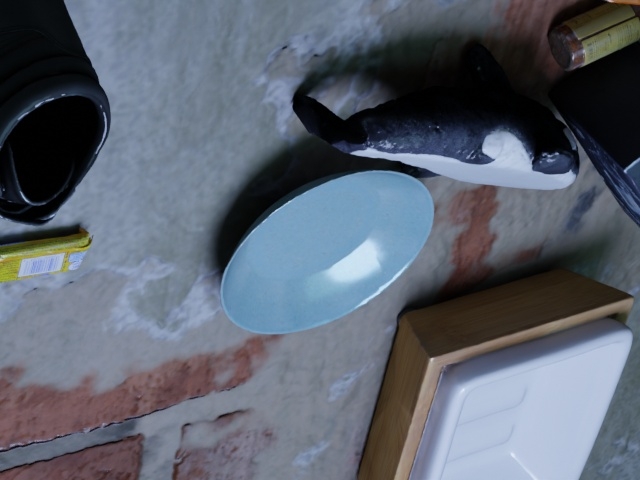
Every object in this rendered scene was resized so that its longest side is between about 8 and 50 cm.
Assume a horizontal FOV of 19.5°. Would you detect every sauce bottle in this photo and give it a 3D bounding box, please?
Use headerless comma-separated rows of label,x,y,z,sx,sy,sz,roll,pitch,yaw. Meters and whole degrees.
sauce bottle,0.251,-0.181,1.543,0.128,0.042,0.042,-23,142,-16

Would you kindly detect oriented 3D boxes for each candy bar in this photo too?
candy bar,-0.240,0.017,1.370,0.161,0.018,0.040,-10,140,-34

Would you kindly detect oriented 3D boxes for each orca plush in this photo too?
orca plush,0.105,-0.106,1.498,0.287,0.102,0.151,5,173,-31

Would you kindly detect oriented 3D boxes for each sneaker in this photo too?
sneaker,-0.249,-0.039,1.191,0.296,0.147,0.104,-48,145,17

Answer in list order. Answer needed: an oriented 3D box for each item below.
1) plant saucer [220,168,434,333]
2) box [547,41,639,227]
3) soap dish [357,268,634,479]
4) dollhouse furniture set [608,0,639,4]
plant saucer,0.000,0.000,1.529,0.195,0.037,0.195,-21,146,-14
box,0.290,-0.067,1.571,0.093,0.156,0.158,-36,124,3
soap dish,0.158,0.165,1.787,0.229,0.118,0.291,-15,140,-27
dollhouse furniture set,0.325,-0.176,1.378,0.262,0.135,0.259,4,102,-11
